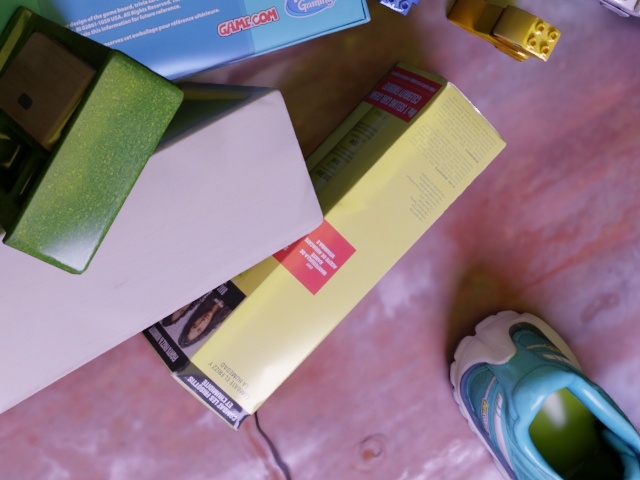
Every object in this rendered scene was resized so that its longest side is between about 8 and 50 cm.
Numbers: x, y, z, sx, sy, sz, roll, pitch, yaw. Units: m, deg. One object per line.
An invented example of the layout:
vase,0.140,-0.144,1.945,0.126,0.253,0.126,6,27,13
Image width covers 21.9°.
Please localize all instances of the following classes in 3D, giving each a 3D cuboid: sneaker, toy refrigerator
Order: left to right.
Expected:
toy refrigerator,-0.140,0.004,0.884,0.269,0.102,0.094,-31,114,-28
sneaker,0.181,0.166,1.078,0.107,0.110,0.275,-43,114,-4

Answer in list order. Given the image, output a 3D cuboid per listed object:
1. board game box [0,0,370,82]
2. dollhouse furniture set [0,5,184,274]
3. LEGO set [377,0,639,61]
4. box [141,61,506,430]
board game box,-0.132,-0.243,0.858,0.254,0.079,0.336,-20,113,-18
dollhouse furniture set,-0.137,-0.173,0.746,0.198,0.151,0.301,28,93,-29
LEGO set,0.102,-0.155,0.972,0.227,0.093,0.087,24,96,-23
box,0.000,0.000,0.984,0.232,0.087,0.058,-45,113,-2
